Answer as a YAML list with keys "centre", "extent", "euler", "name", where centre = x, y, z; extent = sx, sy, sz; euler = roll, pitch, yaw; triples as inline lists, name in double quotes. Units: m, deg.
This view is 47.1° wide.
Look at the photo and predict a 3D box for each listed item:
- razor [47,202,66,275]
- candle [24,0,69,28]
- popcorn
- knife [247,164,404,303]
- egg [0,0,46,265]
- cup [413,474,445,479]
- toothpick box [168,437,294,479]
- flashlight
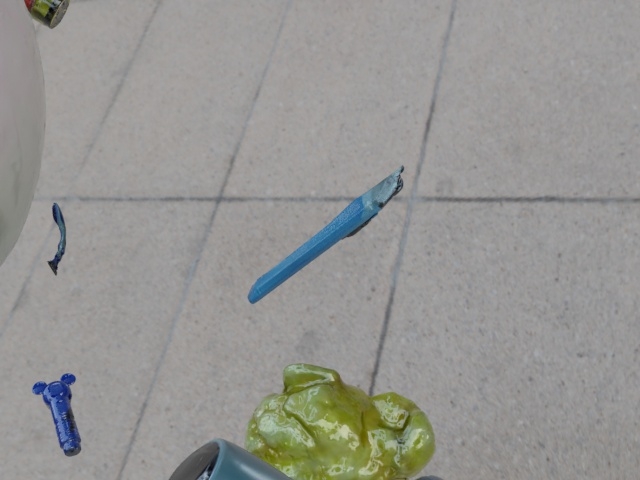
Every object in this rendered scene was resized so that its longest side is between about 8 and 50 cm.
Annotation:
- centre: [-0.499, -0.009, 1.401]
  extent: [0.028, 0.044, 0.154]
  euler: [-7, 58, -5]
  name: "razor"
- centre: [-0.388, -0.322, 0.928]
  extent: [0.052, 0.131, 0.052]
  euler: [-57, 12, 19]
  name: "candle"
- centre: [0.023, 0.401, 1.370]
  extent: [0.334, 0.292, 0.293]
  euler: [14, 61, -9]
  name: "popcorn"
- centre: [0.002, 0.001, 0.953]
  extent: [0.296, 0.026, 0.044]
  euler: [-38, 39, 31]
  name: "knife"
- centre: [-0.363, -0.148, 0.467]
  extent: [0.354, 0.340, 0.354]
  euler: [11, 44, -10]
  name: "egg"
- centre: [0.161, 0.345, 0.755]
  extent: [0.155, 0.176, 0.131]
  euler: [13, 55, 49]
  name: "cup"
- centre: [-0.041, 0.240, 0.560]
  extent: [0.120, 0.184, 0.120]
  euler: [-44, 12, 12]
  name: "toothpick box"
- centre: [-0.339, 0.231, 0.969]
  extent: [0.057, 0.035, 0.121]
  euler: [-15, 50, -24]
  name: "flashlight"
